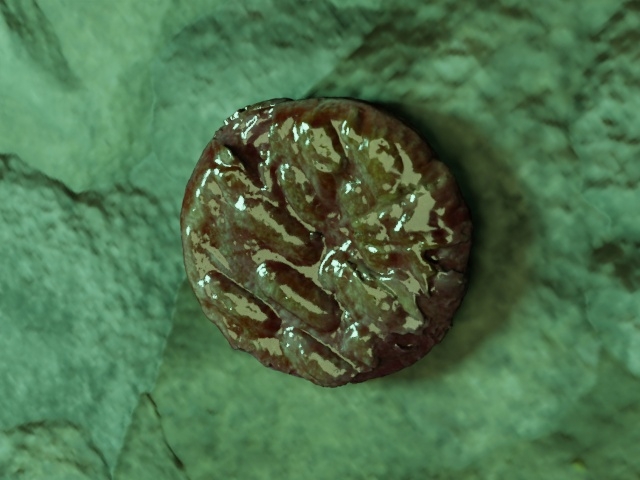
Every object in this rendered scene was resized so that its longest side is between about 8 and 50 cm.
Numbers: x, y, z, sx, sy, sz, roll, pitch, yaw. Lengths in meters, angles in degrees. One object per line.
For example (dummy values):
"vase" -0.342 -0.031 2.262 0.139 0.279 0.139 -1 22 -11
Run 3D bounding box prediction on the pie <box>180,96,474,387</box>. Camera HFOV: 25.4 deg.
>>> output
"pie" 0.000 0.000 0.668 0.154 0.036 0.154 8 110 23
